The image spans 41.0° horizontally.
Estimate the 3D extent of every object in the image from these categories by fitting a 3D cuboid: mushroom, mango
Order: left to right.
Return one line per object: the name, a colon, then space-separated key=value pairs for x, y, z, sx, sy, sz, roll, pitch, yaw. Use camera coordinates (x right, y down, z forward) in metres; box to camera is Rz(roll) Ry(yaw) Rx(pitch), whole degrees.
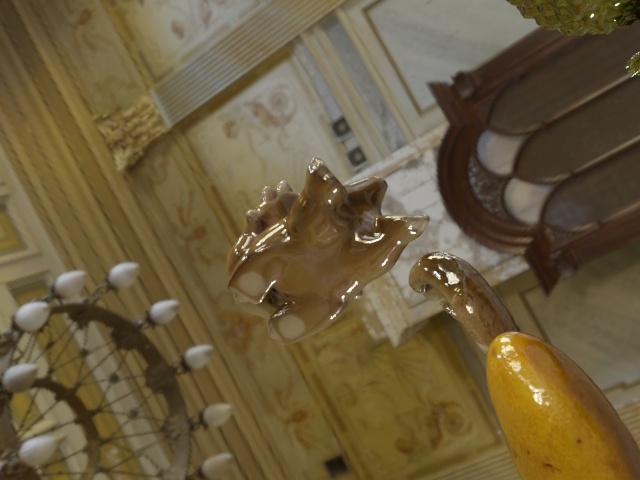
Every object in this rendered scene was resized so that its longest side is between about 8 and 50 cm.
mushroom: x=0.189 y=0.073 z=1.134 sx=0.094 sy=0.072 sz=0.210 roll=51 pitch=175 yaw=-37
mango: x=0.230 y=0.187 z=0.820 sx=0.227 sy=0.109 sz=0.147 roll=57 pitch=180 yaw=2

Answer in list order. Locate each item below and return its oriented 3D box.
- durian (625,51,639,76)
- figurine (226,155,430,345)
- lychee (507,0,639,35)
durian: x=0.493 y=-0.220 z=0.890 sx=0.163 sy=0.394 sz=0.198 roll=47 pitch=-123 yaw=-9
figurine: x=-0.006 y=0.001 z=1.023 sx=0.177 sy=0.247 sz=0.173 roll=29 pitch=-154 yaw=-7
lychee: x=0.296 y=-0.372 z=0.939 sx=0.320 sy=0.270 sz=0.270 roll=59 pitch=-155 yaw=-25
